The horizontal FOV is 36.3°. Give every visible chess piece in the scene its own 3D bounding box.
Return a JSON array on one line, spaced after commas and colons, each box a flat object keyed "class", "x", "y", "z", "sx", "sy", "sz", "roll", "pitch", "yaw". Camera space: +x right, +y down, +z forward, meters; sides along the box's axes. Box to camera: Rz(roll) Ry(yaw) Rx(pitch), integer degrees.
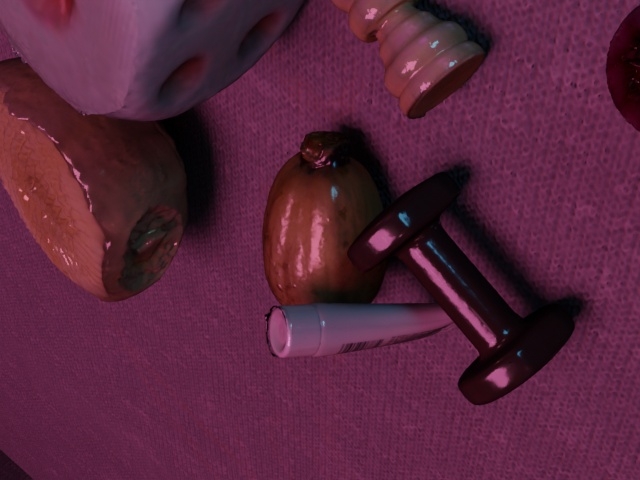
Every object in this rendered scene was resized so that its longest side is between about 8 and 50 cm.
[{"class": "chess piece", "x": 0.066, "y": -0.206, "z": 0.920, "sx": 0.170, "sy": 0.094, "sz": 0.094, "roll": 50, "pitch": 145, "yaw": 9}]

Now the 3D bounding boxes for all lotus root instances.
[{"class": "lotus root", "x": 0.000, "y": 0.000, "z": 1.129, "sx": 0.154, "sy": 0.140, "sz": 0.257, "roll": 30, "pitch": 133, "yaw": 44}]

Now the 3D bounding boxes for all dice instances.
[{"class": "dice", "x": -0.170, "y": -0.301, "z": 0.953, "sx": 0.264, "sy": 0.262, "sz": 0.268, "roll": 44, "pitch": 146, "yaw": 11}]

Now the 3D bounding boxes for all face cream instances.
[{"class": "face cream", "x": 0.061, "y": 0.094, "z": 1.080, "sx": 0.092, "sy": 0.243, "sz": 0.058, "roll": -43, "pitch": 54, "yaw": 57}]

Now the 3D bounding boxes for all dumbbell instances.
[{"class": "dumbbell", "x": 0.143, "y": 0.049, "z": 1.009, "sx": 0.225, "sy": 0.140, "sz": 0.124, "roll": 51, "pitch": 155, "yaw": 3}]

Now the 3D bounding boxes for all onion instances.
[{"class": "onion", "x": 0.270, "y": -0.132, "z": 0.739, "sx": 0.115, "sy": 0.104, "sz": 0.115, "roll": 14, "pitch": 114, "yaw": 35}]

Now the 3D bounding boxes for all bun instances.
[{"class": "bun", "x": -0.308, "y": -0.102, "z": 1.339, "sx": 0.364, "sy": 0.202, "sz": 0.364, "roll": 37, "pitch": 148, "yaw": 29}]
